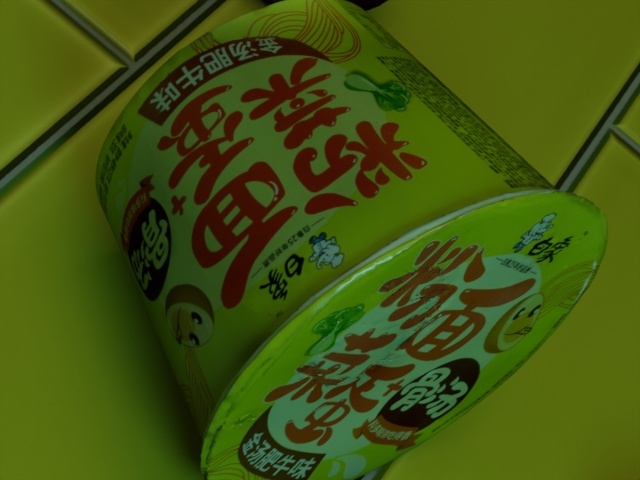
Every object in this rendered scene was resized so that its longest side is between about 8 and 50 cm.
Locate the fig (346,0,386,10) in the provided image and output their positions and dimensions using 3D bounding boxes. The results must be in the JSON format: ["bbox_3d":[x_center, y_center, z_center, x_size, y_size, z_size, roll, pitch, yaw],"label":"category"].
[{"bbox_3d":[0.024,-0.287,1.307,0.175,0.175,0.207,44,28,4],"label":"fig"}]

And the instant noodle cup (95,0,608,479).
[{"bbox_3d":[0.000,0.000,1.009,0.311,0.311,0.221,-13,55,-36],"label":"instant noodle cup"}]
